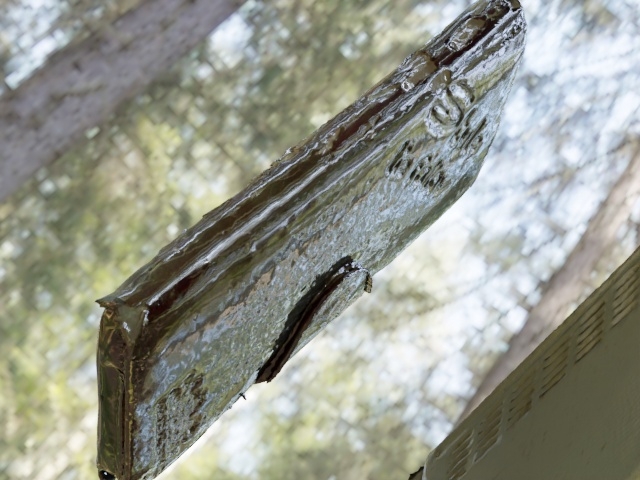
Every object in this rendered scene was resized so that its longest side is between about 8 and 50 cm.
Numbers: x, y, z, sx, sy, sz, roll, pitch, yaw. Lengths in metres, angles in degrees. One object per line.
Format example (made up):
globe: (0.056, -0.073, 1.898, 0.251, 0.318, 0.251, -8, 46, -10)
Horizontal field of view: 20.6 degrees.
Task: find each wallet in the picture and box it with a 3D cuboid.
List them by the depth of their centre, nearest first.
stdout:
wallet: (0.000, 0.000, 0.684, 0.031, 0.232, 0.122, 35, -35, 19)

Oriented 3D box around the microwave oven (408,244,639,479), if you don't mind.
microwave oven: (0.142, 0.117, 0.549, 0.205, 0.129, 0.163, 32, -56, -12)
